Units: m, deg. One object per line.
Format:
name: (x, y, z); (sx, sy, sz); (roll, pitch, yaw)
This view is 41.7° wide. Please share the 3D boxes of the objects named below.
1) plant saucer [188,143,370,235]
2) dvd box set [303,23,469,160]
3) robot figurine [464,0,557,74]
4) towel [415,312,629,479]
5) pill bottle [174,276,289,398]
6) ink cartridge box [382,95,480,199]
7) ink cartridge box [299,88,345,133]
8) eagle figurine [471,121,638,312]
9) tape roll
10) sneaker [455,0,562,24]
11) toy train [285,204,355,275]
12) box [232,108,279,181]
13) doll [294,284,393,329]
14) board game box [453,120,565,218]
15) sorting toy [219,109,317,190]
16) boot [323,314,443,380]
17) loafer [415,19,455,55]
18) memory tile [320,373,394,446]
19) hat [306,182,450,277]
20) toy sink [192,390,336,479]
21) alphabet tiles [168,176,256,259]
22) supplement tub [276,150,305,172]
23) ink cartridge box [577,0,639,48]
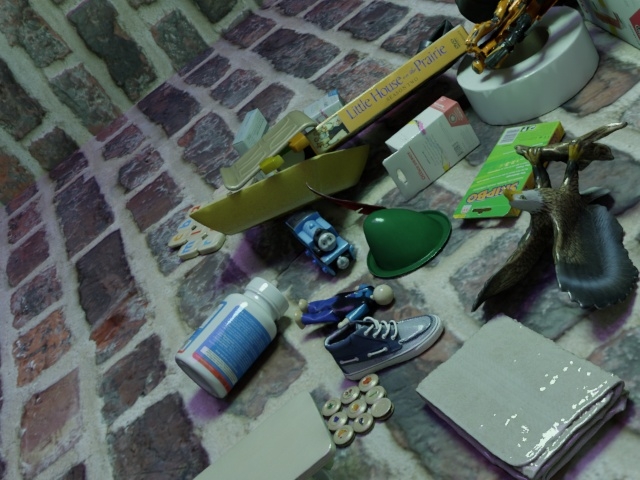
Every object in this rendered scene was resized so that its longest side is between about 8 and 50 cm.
plant saucer: (-0.070, -0.103, 1.852); (0.333, 0.081, 0.333); (-22, 1, 25)
dvd box set: (0.135, -0.317, 1.916); (0.420, 0.062, 0.307); (-36, 2, -5)
robot figurine: (0.396, -0.463, 1.691); (0.291, 0.085, 0.211); (-50, 8, 8)
towel: (0.270, 0.211, 1.160); (0.187, 0.049, 0.282); (-40, 28, -9)
pill bottle: (-0.161, 0.180, 1.598); (0.221, 0.124, 0.124); (-49, 31, -21)
ink cartridge box: (0.217, -0.190, 1.736); (0.198, 0.115, 0.067); (-38, 30, -4)
ink cartridge box: (0.006, -0.343, 2.260); (0.122, 0.052, 0.088); (-28, 29, 12)
eagle figurine: (0.358, -0.018, 1.305); (0.226, 0.225, 0.298); (103, 173, -73)
tape roll: (0.438, -0.372, 1.781); (0.286, 0.100, 0.286); (-27, 29, 17)
sneaker: (0.408, -0.645, 1.909); (0.447, 0.257, 0.169); (-23, -20, -37)
toy train: (0.000, 0.000, 1.704); (0.080, 0.105, 0.184); (-40, 28, -5)
box: (-0.137, -0.212, 2.082); (0.038, 0.186, 0.145); (-17, 34, 27)
doll: (0.047, 0.121, 1.536); (0.189, 0.046, 0.129); (-16, 25, 22)
board game box: (0.354, -0.126, 1.576); (0.124, 0.039, 0.259); (-2, 41, 47)
sorting toy: (-0.103, -0.179, 1.756); (0.229, 0.041, 0.307); (-38, 18, 2)
boot: (0.102, 0.158, 1.379); (0.190, 0.086, 0.069); (-30, 29, 11)
loafer: (0.271, -0.472, 2.131); (0.223, 0.078, 0.076); (-49, 30, -21)
memory tile: (0.043, 0.279, 1.343); (0.148, 0.012, 0.113); (-34, 29, 3)
hat: (0.112, -0.049, 1.572); (0.208, 0.183, 0.173); (-29, 30, 14)
toy sink: (-0.053, 0.360, 1.208); (0.234, 0.131, 0.153); (-41, 29, 3)
alphabet tiles: (-0.264, -0.062, 2.173); (0.278, 0.021, 0.284); (-15, 35, 34)
supplement tub: (-0.072, -0.185, 1.906); (0.071, 0.071, 0.107); (-38, 3, -3)
ink cartridge box: (0.614, -0.544, 1.657); (0.160, 0.279, 0.384); (-33, 28, 9)
